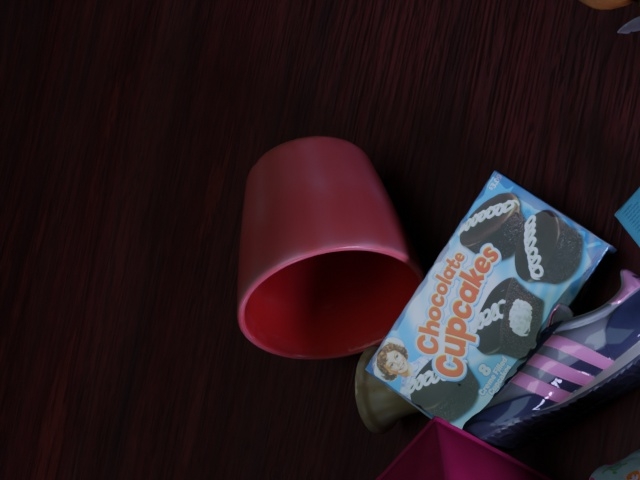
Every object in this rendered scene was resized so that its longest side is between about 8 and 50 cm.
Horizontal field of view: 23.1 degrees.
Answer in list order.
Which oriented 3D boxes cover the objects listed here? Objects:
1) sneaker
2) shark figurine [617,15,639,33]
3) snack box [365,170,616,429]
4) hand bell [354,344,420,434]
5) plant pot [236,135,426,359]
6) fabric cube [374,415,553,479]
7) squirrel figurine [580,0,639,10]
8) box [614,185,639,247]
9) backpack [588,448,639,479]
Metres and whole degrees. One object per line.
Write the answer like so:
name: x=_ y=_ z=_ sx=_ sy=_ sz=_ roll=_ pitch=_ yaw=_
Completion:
sneaker: x=0.301 y=0.158 z=1.979 sx=0.319 sy=0.112 sz=0.131 roll=-31 pitch=62 yaw=13
shark figurine: x=0.512 y=-0.294 z=1.918 sx=0.278 sy=0.116 sz=0.166 roll=17 pitch=90 yaw=45
snack box: x=0.223 y=0.092 z=2.068 sx=0.187 sy=0.060 sz=0.322 roll=35 pitch=98 yaw=21
hand bell: x=0.181 y=0.197 z=2.146 sx=0.242 sy=0.126 sz=0.126 roll=-8 pitch=73 yaw=32
plant pot: x=0.000 y=0.000 z=2.268 sx=0.275 sy=0.275 sz=0.243 roll=-39 pitch=45 yaw=32
fabric cube: x=0.172 y=0.426 z=1.904 sx=0.259 sy=0.254 sz=0.258 roll=-51 pitch=23 yaw=24
squirrel figurine: x=0.522 y=-0.166 z=1.684 sx=0.397 sy=0.281 sz=0.371 roll=12 pitch=124 yaw=60
box: x=0.462 y=0.039 z=1.883 sx=0.060 sy=0.100 sz=0.244 roll=-51 pitch=48 yaw=24
backpack: x=0.418 y=0.344 z=1.754 sx=0.191 sy=0.225 sz=0.254 roll=-38 pitch=58 yaw=28
